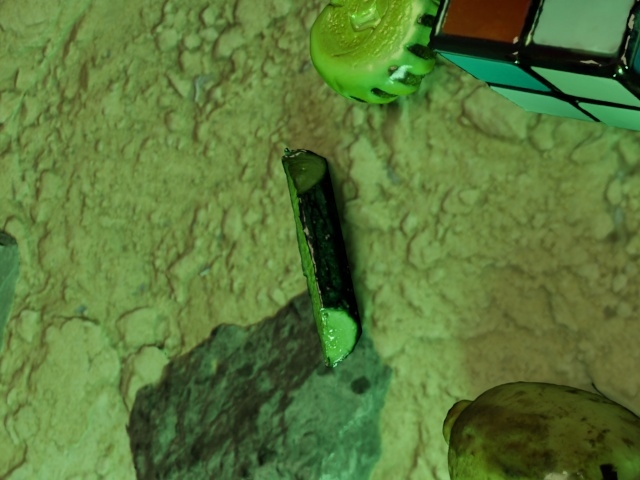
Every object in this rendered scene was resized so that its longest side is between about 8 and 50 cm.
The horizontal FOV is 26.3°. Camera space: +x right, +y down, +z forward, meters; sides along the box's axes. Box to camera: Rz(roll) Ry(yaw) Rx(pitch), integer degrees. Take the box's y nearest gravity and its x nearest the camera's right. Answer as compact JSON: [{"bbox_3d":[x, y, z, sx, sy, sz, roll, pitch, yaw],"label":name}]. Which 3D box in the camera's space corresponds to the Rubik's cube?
[{"bbox_3d":[0.218,-0.197,1.088,0.180,0.167,0.183,18,86,37],"label":"Rubik's cube"}]

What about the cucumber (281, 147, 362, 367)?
[{"bbox_3d":[0.000,0.000,1.252,0.046,0.070,0.220,-13,69,0],"label":"cucumber"}]

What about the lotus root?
[{"bbox_3d":[0.167,0.175,1.055,0.214,0.138,0.138,17,87,47],"label":"lotus root"}]

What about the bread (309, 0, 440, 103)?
[{"bbox_3d":[0.058,-0.191,1.255,0.130,0.071,0.139,30,97,39],"label":"bread"}]
